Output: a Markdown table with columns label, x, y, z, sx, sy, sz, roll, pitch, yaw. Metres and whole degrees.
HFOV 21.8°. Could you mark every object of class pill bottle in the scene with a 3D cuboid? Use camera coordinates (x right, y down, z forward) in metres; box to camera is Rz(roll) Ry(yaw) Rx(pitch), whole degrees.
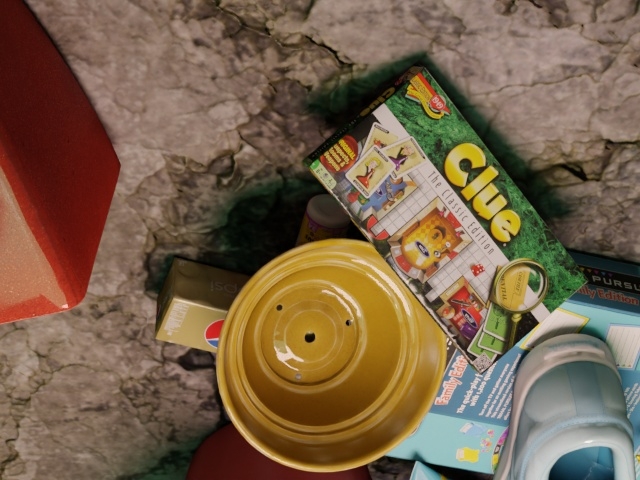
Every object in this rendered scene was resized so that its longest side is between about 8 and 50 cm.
| label | x | y | z | sx | sy | sz | roll | pitch | yaw |
| --- | --- | --- | --- | --- | --- | --- | --- | --- | --- |
| pill bottle | 0.000 | 0.000 | 1.557 | 0.043 | 0.043 | 0.083 | 9 | 129 | -10 |

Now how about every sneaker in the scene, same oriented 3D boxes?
| label | x | y | z | sx | sy | sz | roll | pitch | yaw |
| --- | --- | --- | --- | --- | --- | --- | --- | --- | --- |
| sneaker | 0.238 | 0.269 | 1.626 | 0.135 | 0.150 | 0.366 | -6 | 131 | 3 |

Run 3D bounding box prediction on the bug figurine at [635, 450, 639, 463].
| label | x | y | z | sx | sy | sz | roll | pitch | yaw |
| --- | --- | --- | --- | --- | --- | --- | --- | --- | --- |
| bug figurine | 0.448 | 0.186 | 1.649 | 0.279 | 0.072 | 0.216 | 13 | 125 | -43 |

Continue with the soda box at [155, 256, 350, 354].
| label | x | y | z | sx | sy | sz | roll | pitch | yaw |
| --- | --- | --- | --- | --- | --- | --- | --- | --- | --- |
| soda box | -0.066 | 0.076 | 1.606 | 0.181 | 0.061 | 0.058 | 15 | 128 | -16 |

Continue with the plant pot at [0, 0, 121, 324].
| label | x | y | z | sx | sy | sz | roll | pitch | yaw |
| --- | --- | --- | --- | --- | --- | --- | --- | --- | --- |
| plant pot | -0.335 | -0.084 | 1.343 | 0.267 | 0.267 | 0.235 | -11 | 118 | 6 |

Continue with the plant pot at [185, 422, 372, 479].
| label | x | y | z | sx | sy | sz | roll | pitch | yaw |
| --- | --- | --- | --- | --- | --- | --- | --- | --- | --- |
| plant pot | -0.042 | 0.328 | 1.705 | 0.275 | 0.243 | 0.275 | -1 | 131 | -2 |

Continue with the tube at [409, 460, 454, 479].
| label | x | y | z | sx | sy | sz | roll | pitch | yaw |
| --- | --- | --- | --- | --- | --- | --- | --- | --- | --- |
| tube | 0.130 | 0.281 | 1.741 | 0.052 | 0.080 | 0.207 | 13 | 173 | 32 |

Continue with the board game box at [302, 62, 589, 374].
| label | x | y | z | sx | sy | sz | roll | pitch | yaw |
| --- | --- | --- | --- | --- | --- | --- | --- | --- | --- |
| board game box | 0.115 | -0.017 | 1.483 | 0.136 | 0.030 | 0.259 | -42 | 109 | -5 |

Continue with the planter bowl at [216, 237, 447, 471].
| label | x | y | z | sx | sy | sz | roll | pitch | yaw |
| --- | --- | --- | --- | --- | --- | --- | --- | --- | --- |
| planter bowl | 0.001 | 0.098 | 1.536 | 0.217 | 0.090 | 0.217 | -3 | 100 | -15 |

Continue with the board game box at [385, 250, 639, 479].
| label | x | y | z | sx | sy | sz | roll | pitch | yaw |
| --- | --- | --- | --- | --- | --- | --- | --- | --- | --- |
| board game box | 0.222 | 0.127 | 1.655 | 0.336 | 0.079 | 0.253 | 12 | 129 | -13 |
